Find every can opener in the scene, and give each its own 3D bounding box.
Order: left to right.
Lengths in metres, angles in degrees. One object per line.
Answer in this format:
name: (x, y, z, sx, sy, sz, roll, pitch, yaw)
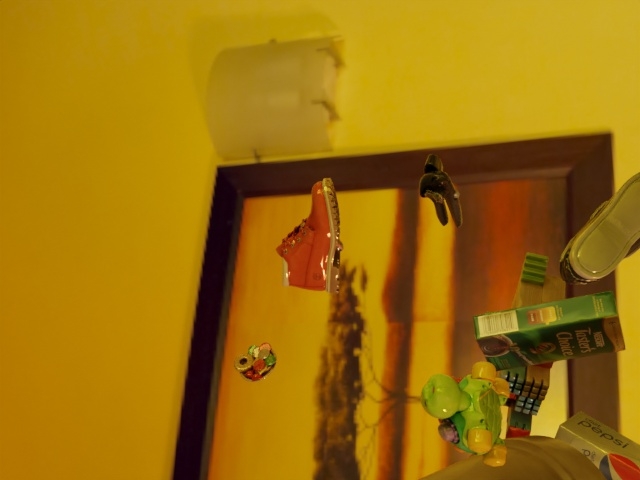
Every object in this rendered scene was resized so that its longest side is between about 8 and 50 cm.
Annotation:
can opener: (0.213, -0.071, 1.442, 0.073, 0.059, 0.186, -64, -32, -20)

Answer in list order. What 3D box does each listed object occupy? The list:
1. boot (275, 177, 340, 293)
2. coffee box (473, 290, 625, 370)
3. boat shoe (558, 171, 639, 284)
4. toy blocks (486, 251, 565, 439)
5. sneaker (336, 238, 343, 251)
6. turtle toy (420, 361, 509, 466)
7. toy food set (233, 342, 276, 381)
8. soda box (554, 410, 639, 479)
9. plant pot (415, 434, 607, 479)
boot: (-0.015, -0.005, 1.081, 0.059, 0.085, 0.157, -79, -9, -66)
coffee box: (0.305, 0.123, 1.129, 0.113, 0.184, 0.040, 56, -153, -52)
boat shoe: (0.547, -0.031, 1.543, 0.114, 0.303, 0.091, 54, 163, 9)
toy blocks: (0.442, 0.258, 1.840, 0.261, 0.191, 0.381, -66, -14, -51)
sneaker: (0.000, 0.000, 2.103, 0.057, 0.119, 0.047, -58, 3, 19)
turtle toy: (0.149, 0.174, 0.873, 0.130, 0.066, 0.095, 46, -134, -48)
toy food set: (-0.123, 0.237, 1.650, 0.083, 0.083, 0.020, -40, -46, -9)
soda box: (0.585, 0.444, 1.612, 0.098, 0.286, 0.091, -12, -58, -47)
plant pot: (0.207, 0.435, 1.150, 0.281, 0.323, 0.323, 5, -100, -31)
